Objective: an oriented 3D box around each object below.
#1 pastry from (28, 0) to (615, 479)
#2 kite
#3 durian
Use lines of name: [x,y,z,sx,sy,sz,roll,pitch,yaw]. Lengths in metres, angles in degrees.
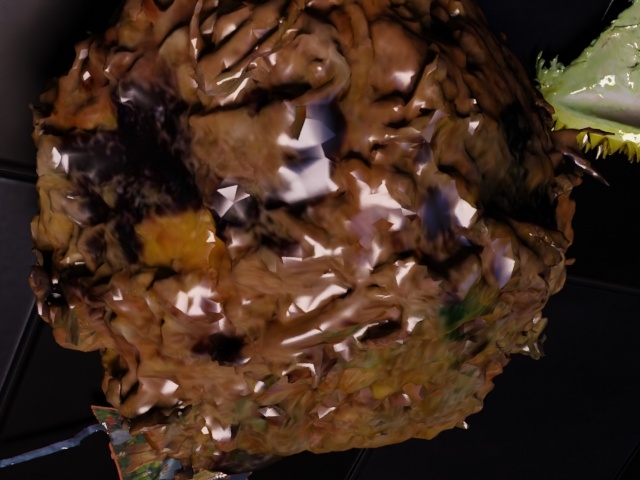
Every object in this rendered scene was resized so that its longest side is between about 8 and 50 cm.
pastry: [0.000,0.000,0.506,0.274,0.193,0.275,-15,130,-19]
kite: [-0.102,0.150,0.683,0.160,0.010,0.183,-22,134,-17]
durian: [0.187,-0.097,0.631,0.215,0.086,0.100,-40,98,-1]
